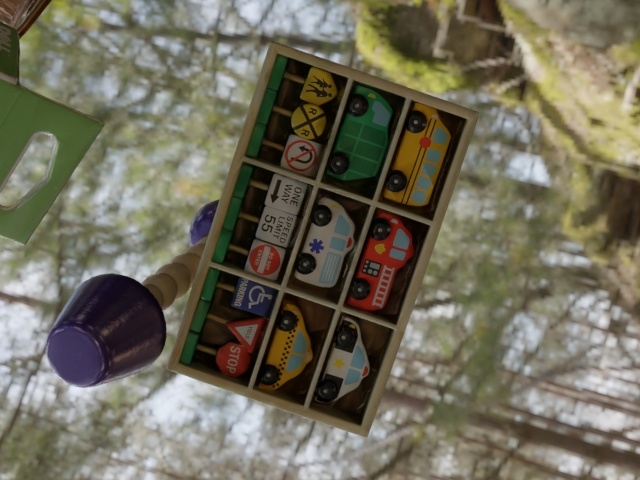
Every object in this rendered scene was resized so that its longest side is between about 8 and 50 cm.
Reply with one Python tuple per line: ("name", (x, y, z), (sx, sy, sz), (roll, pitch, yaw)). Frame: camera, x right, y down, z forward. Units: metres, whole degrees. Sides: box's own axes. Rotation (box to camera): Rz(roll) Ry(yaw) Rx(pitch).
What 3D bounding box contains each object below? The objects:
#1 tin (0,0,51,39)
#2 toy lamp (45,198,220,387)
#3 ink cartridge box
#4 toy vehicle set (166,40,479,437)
("tin", (-0.201, -0.230, 0.955), (0.190, 0.040, 0.106), (-60, 7, -27))
("toy lamp", (-0.121, 0.036, 0.948), (0.275, 0.080, 0.080), (-48, -32, -64))
("ink cartridge box", (-0.242, -0.087, 0.711), (0.109, 0.209, 0.062), (-51, 32, 26))
("toy vehicle set", (0.000, 0.000, 0.951), (0.035, 0.166, 0.267), (-76, 4, -81))
